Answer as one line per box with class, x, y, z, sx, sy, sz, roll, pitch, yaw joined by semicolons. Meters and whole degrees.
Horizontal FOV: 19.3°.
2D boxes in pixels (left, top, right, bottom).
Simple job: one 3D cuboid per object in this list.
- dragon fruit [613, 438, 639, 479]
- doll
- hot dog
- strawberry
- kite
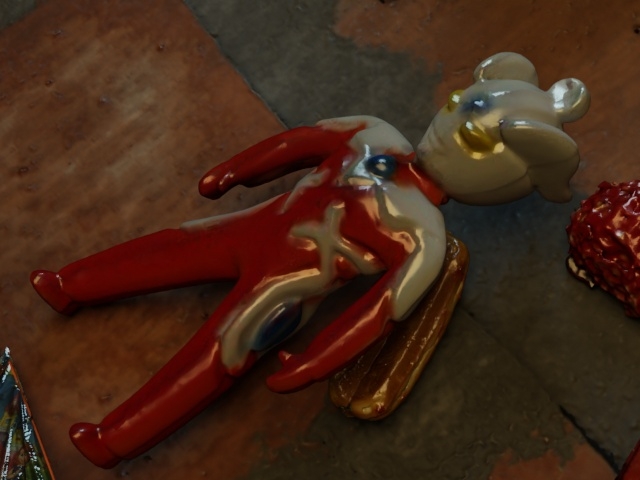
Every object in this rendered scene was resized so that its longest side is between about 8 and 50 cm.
dragon fruit;0.195;0.143;1.116;0.192;0.092;0.122;-49;25;5
doll;0.000;0.000;1.195;0.384;0.099;0.188;-28;55;7
hot dog;0.052;0.052;1.222;0.062;0.038;0.144;23;71;20
strawberry;0.242;0.016;1.183;0.188;0.082;0.121;19;75;13
kite;-0.255;0.144;1.236;0.241;0.014;0.183;4;55;22
